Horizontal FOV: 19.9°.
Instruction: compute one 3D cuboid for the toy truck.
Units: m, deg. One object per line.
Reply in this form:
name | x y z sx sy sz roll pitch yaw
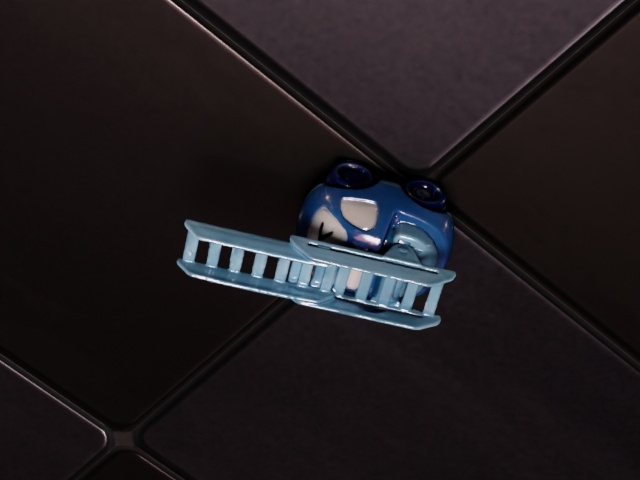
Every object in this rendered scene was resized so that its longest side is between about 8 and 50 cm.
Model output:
toy truck | 0.000 0.000 0.923 0.136 0.074 0.063 12 127 -2
